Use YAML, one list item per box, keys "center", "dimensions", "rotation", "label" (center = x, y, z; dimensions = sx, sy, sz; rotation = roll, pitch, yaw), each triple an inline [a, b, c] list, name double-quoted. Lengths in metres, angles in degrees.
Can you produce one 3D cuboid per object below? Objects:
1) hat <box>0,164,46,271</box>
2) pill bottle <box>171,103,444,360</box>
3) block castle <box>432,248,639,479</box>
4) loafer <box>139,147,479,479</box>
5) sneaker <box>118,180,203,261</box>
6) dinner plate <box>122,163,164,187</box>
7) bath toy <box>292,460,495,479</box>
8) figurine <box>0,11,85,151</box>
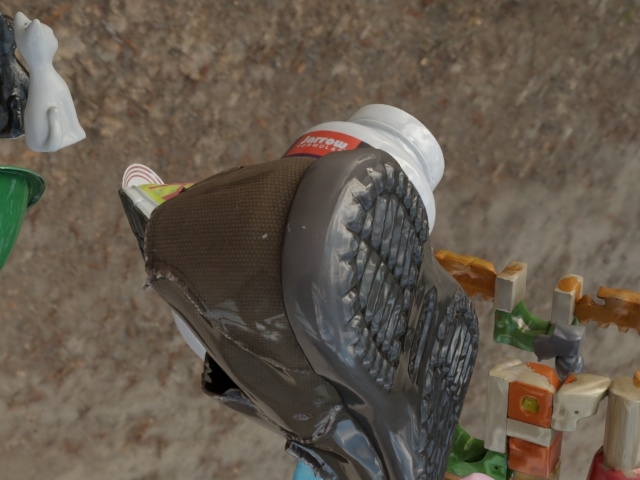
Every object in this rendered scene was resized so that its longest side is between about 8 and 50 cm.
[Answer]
- center: [-0.380, 0.040, 1.286]
  dimensions: [0.173, 0.183, 0.208]
  rotation: [-4, 161, -37]
  label: "hat"
- center: [0.000, 0.000, 1.214]
  dimensions: [0.323, 0.182, 0.181]
  rotation: [-52, 154, -33]
  label: "pill bottle"
- center: [0.245, 0.185, 1.514]
  dimensions: [0.303, 0.453, 0.212]
  rotation: [-40, 136, -52]
  label: "block castle"
- center: [0.006, 0.056, 0.656]
  dimensions: [0.366, 0.130, 0.133]
  rotation: [67, 37, -56]
  label: "loafer"
- center: [-0.079, -0.010, 0.847]
  dimensions: [0.094, 0.208, 0.081]
  rotation: [-28, 113, -21]
  label: "sneaker"
- center: [-0.279, -0.056, 1.871]
  dimensions: [0.017, 0.141, 0.141]
  rotation: [-22, 157, 22]
  label: "dinner plate"
- center: [0.142, 0.314, 1.293]
  dimensions: [0.151, 0.348, 0.129]
  rotation: [-60, 165, 0]
  label: "bath toy"
- center: [-0.458, -0.256, 1.792]
  dimensions: [0.092, 0.215, 0.209]
  rotation: [-23, 117, -33]
  label: "figurine"
